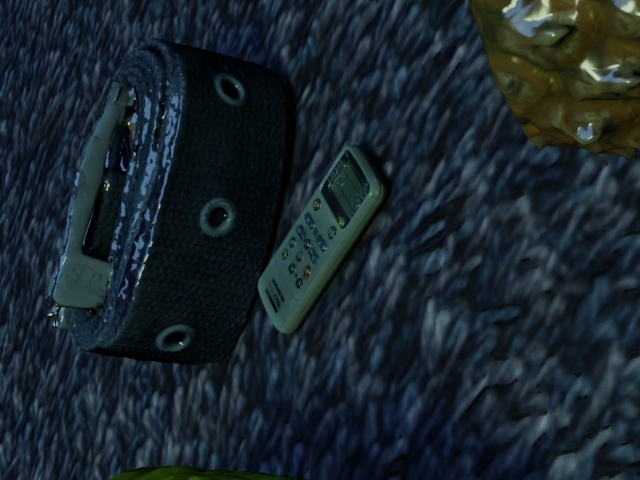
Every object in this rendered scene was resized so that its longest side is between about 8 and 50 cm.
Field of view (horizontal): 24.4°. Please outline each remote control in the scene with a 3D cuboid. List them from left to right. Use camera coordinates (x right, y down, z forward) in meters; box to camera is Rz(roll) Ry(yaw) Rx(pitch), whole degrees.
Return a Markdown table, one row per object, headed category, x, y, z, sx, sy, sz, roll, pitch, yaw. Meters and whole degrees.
| category | x | y | z | sx | sy | sz | roll | pitch | yaw |
| --- | --- | --- | --- | --- | --- | --- | --- | --- | --- |
| remote control | 0.000 | 0.000 | 0.920 | 0.124 | 0.018 | 0.053 | -56 | 38 | 27 |

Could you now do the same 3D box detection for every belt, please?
| category | x | y | z | sx | sy | sz | roll | pitch | yaw |
| --- | --- | --- | --- | --- | --- | --- | --- | --- | --- |
| belt | -0.109 | -0.026 | 0.991 | 0.122 | 0.128 | 0.218 | 16 | 92 | 56 |

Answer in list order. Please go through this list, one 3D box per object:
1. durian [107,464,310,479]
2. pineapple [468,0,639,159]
| category | x | y | z | sx | sy | sz | roll | pitch | yaw |
| --- | --- | --- | --- | --- | --- | --- | --- | --- | --- |
| durian | -0.070 | 0.238 | 0.765 | 0.339 | 0.204 | 0.256 | -3 | 86 | 57 |
| pineapple | 0.212 | -0.164 | 0.550 | 0.362 | 0.202 | 0.202 | -19 | 60 | 31 |
